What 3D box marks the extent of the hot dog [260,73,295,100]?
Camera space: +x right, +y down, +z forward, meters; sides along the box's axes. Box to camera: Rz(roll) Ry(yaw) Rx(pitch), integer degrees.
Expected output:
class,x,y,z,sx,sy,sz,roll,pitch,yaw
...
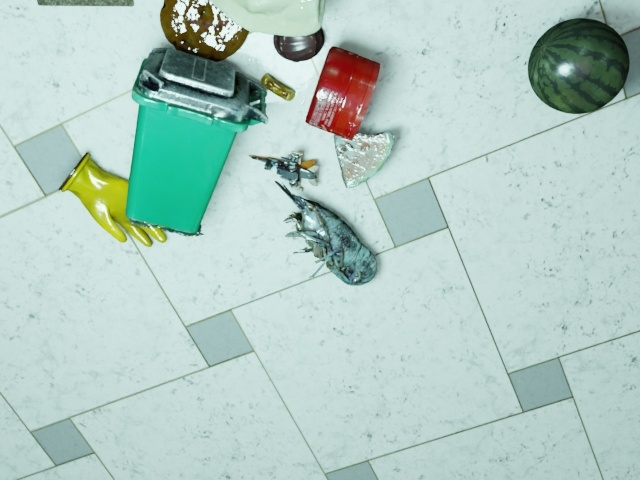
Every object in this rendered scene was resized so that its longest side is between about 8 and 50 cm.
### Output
class,x,y,z,sx,sy,sz,roll,pitch,yaw
hot dog,-0.103,-0.366,1.617,0.090,0.034,0.030,31,112,-10

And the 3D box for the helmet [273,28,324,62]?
class,x,y,z,sx,sy,sz,roll,pitch,yaw
helmet,-0.052,-0.459,1.553,0.123,0.070,0.098,-7,114,5

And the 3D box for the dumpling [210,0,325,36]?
class,x,y,z,sx,sy,sz,roll,pitch,yaw
dumpling,-0.126,-0.627,1.402,0.315,0.233,0.396,-2,100,7

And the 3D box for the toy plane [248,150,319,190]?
class,x,y,z,sx,sy,sz,roll,pitch,yaw
toy plane,-0.093,-0.181,1.686,0.188,0.062,0.135,9,141,2

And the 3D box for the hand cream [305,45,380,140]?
class,x,y,z,sx,sy,sz,roll,pitch,yaw
hand cream,0.049,-0.336,1.538,0.125,0.193,0.193,19,114,-7

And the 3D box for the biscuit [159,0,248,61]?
class,x,y,z,sx,sy,sz,roll,pitch,yaw
biscuit,-0.267,-0.514,1.557,0.212,0.036,0.212,1,116,3

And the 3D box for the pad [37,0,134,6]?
class,x,y,z,sx,sy,sz,roll,pitch,yaw
pad,-0.551,-0.620,1.543,0.234,0.003,0.158,1,114,3

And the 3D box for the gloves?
class,x,y,z,sx,sy,sz,roll,pitch,yaw
gloves,-0.512,-0.093,1.736,0.294,0.116,0.133,38,118,-20

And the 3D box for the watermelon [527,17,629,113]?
class,x,y,z,sx,sy,sz,roll,pitch,yaw
watermelon,0.568,-0.383,1.479,0.212,0.212,0.212,1,115,3

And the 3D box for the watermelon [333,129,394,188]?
class,x,y,z,sx,sy,sz,roll,pitch,yaw
watermelon,0.096,-0.227,1.656,0.139,0.071,0.187,41,119,-7

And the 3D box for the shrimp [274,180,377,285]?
class,x,y,z,sx,sy,sz,roll,pitch,yaw
shrimp,0.002,0.001,1.705,0.372,0.172,0.137,35,117,-20

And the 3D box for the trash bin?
class,x,y,z,sx,sy,sz,roll,pitch,yaw
trash bin,-0.308,-0.223,1.582,0.294,0.259,0.381,14,122,-14
